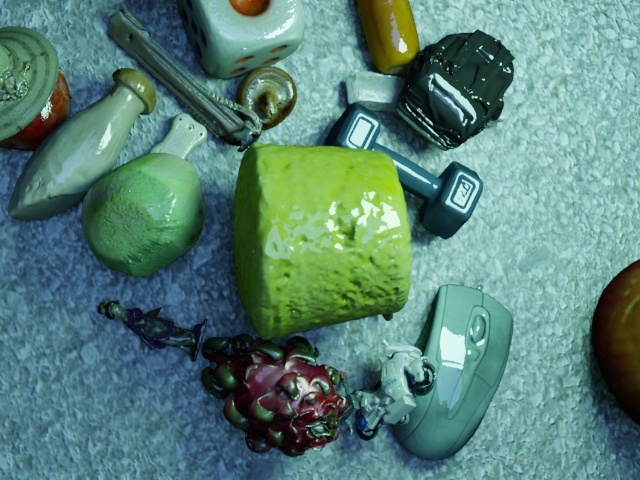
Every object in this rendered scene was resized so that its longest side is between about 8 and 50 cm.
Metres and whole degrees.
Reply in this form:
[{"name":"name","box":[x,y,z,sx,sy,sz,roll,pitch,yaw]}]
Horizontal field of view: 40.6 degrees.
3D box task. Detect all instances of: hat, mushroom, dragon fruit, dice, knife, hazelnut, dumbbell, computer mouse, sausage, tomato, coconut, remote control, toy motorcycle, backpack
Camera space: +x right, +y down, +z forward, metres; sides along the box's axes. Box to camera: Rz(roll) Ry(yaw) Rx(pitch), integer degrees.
[{"name":"hat","box":[-0.586,-0.297,1.480,0.252,0.110,0.252,-5,66,11]},{"name":"mushroom","box":[-0.425,-0.166,1.555,0.128,0.128,0.350,39,73,-8]},{"name":"dragon fruit","box":[-0.088,0.271,1.558,0.273,0.198,0.218,20,87,-11]},{"name":"dice","box":[-0.149,-0.426,1.625,0.193,0.192,0.194,-23,88,-15]},{"name":"knife","box":[-0.258,-0.307,1.646,0.365,0.043,0.089,41,109,-2]},{"name":"hazelnut","box":[0.751,0.222,1.712,0.429,0.402,0.402,42,75,-12]},{"name":"dumbbell","box":[0.159,-0.136,1.699,0.316,0.156,0.143,29,46,-10]},{"name":"computer mouse","box":[0.269,0.251,1.699,0.188,0.122,0.370,25,75,-11]},{"name":"mushroom","box":[-0.104,-0.274,1.675,0.126,0.085,0.109,-34,71,-1]},{"name":"sausage","box":[0.130,-0.473,1.752,0.105,0.105,0.274,-13,88,-16]},{"name":"tomato","box":[-0.537,-0.253,1.557,0.166,0.082,0.174,9,84,-13]},{"name":"coconut","box":[-0.307,-0.047,1.535,0.205,0.236,0.235,12,80,12]},{"name":"remote control","box":[-0.272,-0.180,1.644,0.074,0.032,0.122,37,74,-9]},{"name":"toy motorcycle","box":[0.124,0.273,1.628,0.102,0.150,0.221,25,121,-38]},{"name":"backpack","box":[0.282,-0.316,1.712,0.206,0.133,0.258,42,59,-2]}]

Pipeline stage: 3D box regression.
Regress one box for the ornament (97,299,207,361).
[{"name":"ornament","box":[-0.307,0.157,1.570,0.203,0.081,0.088,20,78,-12]}]

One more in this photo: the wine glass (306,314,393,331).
[{"name":"wine glass","box":[0.005,0.140,1.664,0.262,0.074,0.074,-8,86,-15]}]

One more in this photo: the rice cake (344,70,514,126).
[{"name":"rice cake","box":[0.223,-0.289,1.777,0.365,0.056,0.072,5,72,-14]}]

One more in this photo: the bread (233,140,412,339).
[{"name":"bread","box":[0.000,0.000,1.518,0.308,0.348,0.348,0,83,-4]}]
